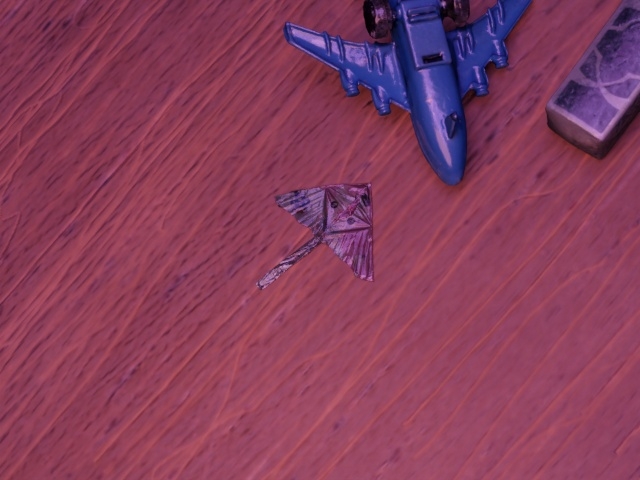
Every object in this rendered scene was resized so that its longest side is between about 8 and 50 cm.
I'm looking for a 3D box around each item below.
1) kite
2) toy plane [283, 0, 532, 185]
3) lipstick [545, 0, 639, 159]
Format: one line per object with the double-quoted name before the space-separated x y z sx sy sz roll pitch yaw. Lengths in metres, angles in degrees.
"kite" 0.000 0.000 1.344 0.137 0.005 0.152 40 87 18
"toy plane" 0.100 -0.186 1.327 0.254 0.105 0.271 -12 69 -7
"lipstick" 0.324 -0.211 1.299 0.077 0.076 0.289 36 87 16
